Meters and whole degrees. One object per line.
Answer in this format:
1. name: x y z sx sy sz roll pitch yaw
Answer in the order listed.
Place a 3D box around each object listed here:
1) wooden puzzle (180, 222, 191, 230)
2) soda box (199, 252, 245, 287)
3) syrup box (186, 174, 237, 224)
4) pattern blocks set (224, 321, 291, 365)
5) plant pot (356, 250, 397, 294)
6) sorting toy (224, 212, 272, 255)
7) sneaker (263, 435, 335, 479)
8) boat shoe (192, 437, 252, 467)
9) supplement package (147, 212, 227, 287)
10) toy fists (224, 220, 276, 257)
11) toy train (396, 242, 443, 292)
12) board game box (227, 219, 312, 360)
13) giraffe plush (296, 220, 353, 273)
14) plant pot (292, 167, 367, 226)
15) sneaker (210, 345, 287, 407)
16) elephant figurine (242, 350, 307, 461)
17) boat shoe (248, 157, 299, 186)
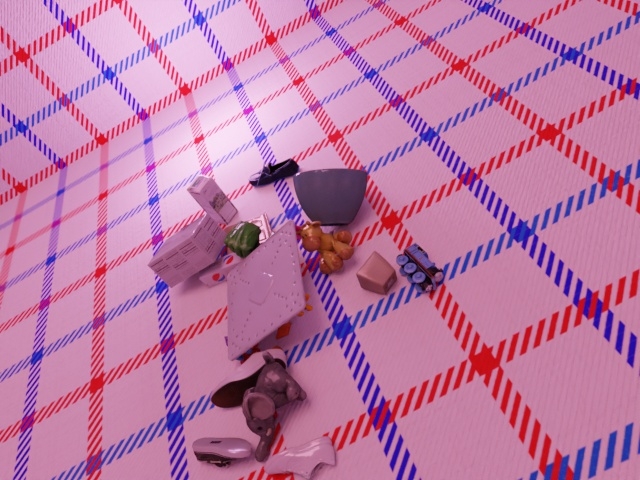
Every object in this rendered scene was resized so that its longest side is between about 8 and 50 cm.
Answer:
1. wooden puzzle: -0.649 -0.051 2.377 0.083 0.006 0.049 -29 44 4
2. soda box: -0.389 0.114 2.037 0.216 0.074 0.069 -23 45 10
3. syrup box: -0.486 -0.182 2.233 0.096 0.236 0.093 13 61 37
4. pattern blocks set: -0.215 0.284 1.824 0.325 0.026 0.285 -43 45 -9
5. plant pot: 0.199 0.120 1.682 0.096 0.109 0.109 30 71 30
6. sorting toy: -0.310 -0.022 2.120 0.209 0.038 0.193 -23 40 0
7. sneaker: -0.059 0.636 1.401 0.212 0.080 0.094 -25 56 7
8. boat shoe: -0.298 0.655 1.521 0.220 0.070 0.078 -8 5 31
9. supplement package: -0.547 0.041 2.062 0.262 0.145 0.204 -29 23 24
10. toy fists: -0.245 0.023 1.968 0.280 0.096 0.142 19 43 9
11. toy train: 0.330 0.093 1.648 0.105 0.080 0.184 -32 43 -7
12. board game box: -0.192 0.177 1.743 0.390 0.050 0.389 -39 41 28
13. giraffe plush: 0.000 0.000 1.813 0.181 0.171 0.210 -46 37 19
14. plant pot: 0.041 -0.157 1.919 0.291 0.290 0.195 -4 86 27
15. sneaker: -0.235 0.455 1.657 0.290 0.105 0.123 -31 19 5
16. elephant figurine: -0.173 0.505 1.504 0.239 0.169 0.186 -42 50 -15
17. boat shoe: -0.228 -0.334 2.325 0.259 0.089 0.109 -19 45 14
